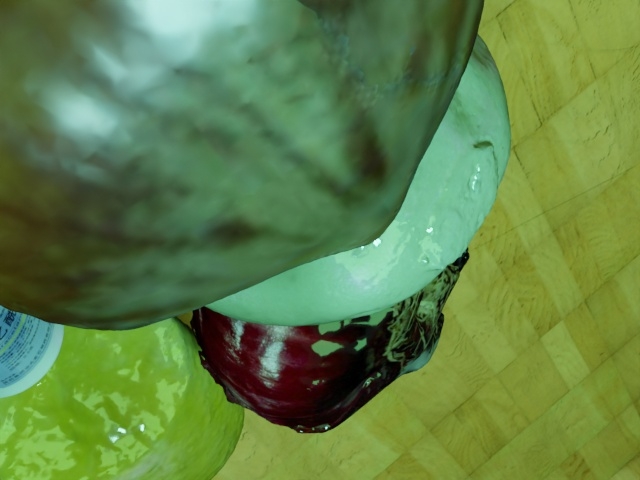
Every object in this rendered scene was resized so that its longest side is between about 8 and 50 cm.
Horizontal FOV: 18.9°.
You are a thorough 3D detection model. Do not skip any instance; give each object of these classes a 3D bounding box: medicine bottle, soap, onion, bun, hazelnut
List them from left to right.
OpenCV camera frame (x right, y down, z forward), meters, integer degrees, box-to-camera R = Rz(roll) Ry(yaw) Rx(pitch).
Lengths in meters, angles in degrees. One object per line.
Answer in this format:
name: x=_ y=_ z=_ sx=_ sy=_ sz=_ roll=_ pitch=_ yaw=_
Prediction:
medicine bottle: x=-0.262 y=0.041 z=1.380 sx=0.103 sy=0.103 sz=0.186 roll=-39 pitch=155 yaw=-2
soap: x=-0.214 y=0.186 z=1.668 sx=0.306 sy=0.115 sz=0.427 roll=-38 pitch=155 yaw=-4
hazelnut: x=-0.103 y=-0.140 z=1.042 sx=0.359 sy=0.359 sz=0.409 roll=0 pitch=131 yaw=-54
bun: x=-0.020 y=-0.094 z=1.291 sx=0.293 sy=0.293 sz=0.187 roll=-36 pitch=150 yaw=-10
onion: x=0.000 y=0.000 z=1.560 sx=0.314 sy=0.232 sz=0.314 roll=-55 pitch=161 yaw=-30
